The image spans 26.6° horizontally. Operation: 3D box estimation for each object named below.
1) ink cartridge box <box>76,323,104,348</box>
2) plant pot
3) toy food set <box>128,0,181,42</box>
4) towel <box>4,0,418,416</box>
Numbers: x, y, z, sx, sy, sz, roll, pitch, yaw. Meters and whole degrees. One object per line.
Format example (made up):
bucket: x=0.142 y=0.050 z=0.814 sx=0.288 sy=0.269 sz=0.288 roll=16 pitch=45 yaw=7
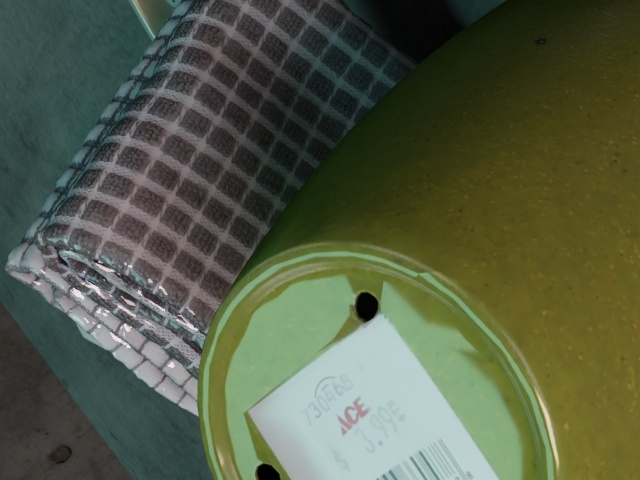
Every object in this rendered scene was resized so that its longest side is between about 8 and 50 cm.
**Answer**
ink cartridge box: x=-0.060 y=0.011 z=1.010 sx=0.273 sy=0.198 sz=0.115 roll=18 pitch=137 yaw=51
plant pot: x=0.094 y=0.029 z=0.542 sx=0.275 sy=0.293 sz=0.275 roll=10 pitch=110 yaw=30
toy food set: x=-0.087 y=-0.237 z=0.874 sx=0.306 sy=0.092 sz=0.220 roll=-2 pitch=120 yaw=60
towel: x=0.000 y=0.000 z=0.779 sx=0.283 sy=0.235 sz=0.121 roll=37 pitch=148 yaw=-17
